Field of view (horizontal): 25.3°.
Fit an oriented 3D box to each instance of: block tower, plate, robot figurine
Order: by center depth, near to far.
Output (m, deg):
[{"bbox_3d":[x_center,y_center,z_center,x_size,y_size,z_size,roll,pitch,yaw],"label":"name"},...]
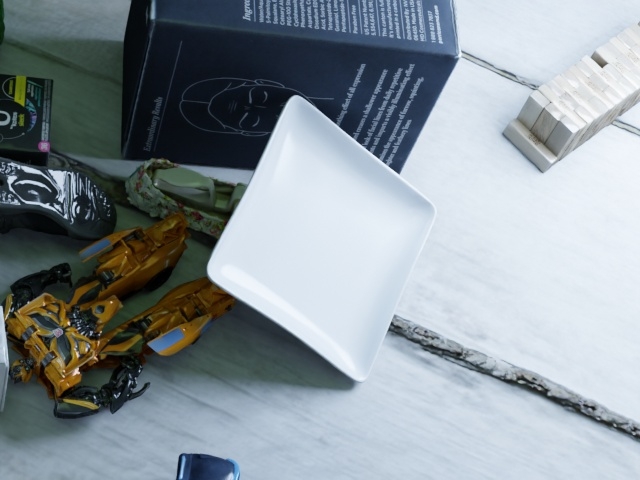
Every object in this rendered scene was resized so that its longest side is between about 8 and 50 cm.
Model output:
[{"bbox_3d":[-0.256,0.088,1.751,0.291,0.085,0.211,-32,72,-30],"label":"robot figurine"},{"bbox_3d":[0.000,0.000,1.830,0.278,0.045,0.277,37,65,-27],"label":"plate"},{"bbox_3d":[0.425,-0.232,2.140,0.335,0.097,0.091,-36,74,-29],"label":"block tower"}]

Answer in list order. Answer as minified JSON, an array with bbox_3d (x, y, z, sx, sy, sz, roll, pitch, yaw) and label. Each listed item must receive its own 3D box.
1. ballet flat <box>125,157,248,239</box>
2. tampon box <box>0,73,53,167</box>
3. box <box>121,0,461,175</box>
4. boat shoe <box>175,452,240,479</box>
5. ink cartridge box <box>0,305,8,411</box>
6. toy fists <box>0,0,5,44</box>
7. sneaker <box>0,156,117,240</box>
[{"bbox_3d":[-0.137,-0.050,1.874,0.241,0.077,0.091,13,56,-9],"label":"ballet flat"},{"bbox_3d":[-0.429,-0.141,1.829,0.161,0.101,0.120,4,58,-14],"label":"tampon box"},{"bbox_3d":[-0.052,-0.255,1.895,0.396,0.293,0.212,4,58,-14],"label":"box"},{"bbox_3d":[-0.169,0.354,1.621,0.089,0.109,0.258,19,40,4],"label":"boat shoe"},{"bbox_3d":[-0.459,0.143,1.625,0.191,0.139,0.082,-2,59,-18],"label":"ink cartridge box"},{"bbox_3d":[-0.475,-0.358,1.928,0.096,0.142,0.279,-5,60,-3],"label":"toy fists"},{"bbox_3d":[-0.373,-0.045,1.801,0.228,0.130,0.087,12,72,-42],"label":"sneaker"}]
